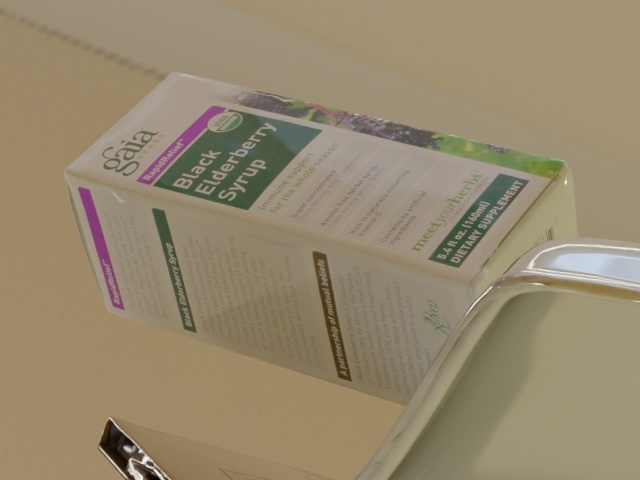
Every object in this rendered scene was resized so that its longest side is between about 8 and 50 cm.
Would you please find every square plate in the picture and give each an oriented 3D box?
[{"bbox_3d":[0.182,0.089,0.716,0.347,0.344,0.049,9,-116,-9],"label":"square plate"}]

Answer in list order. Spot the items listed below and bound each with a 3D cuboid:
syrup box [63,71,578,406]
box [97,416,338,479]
[{"bbox_3d":[0.000,0.000,0.963,0.237,0.096,0.093,16,-135,31],"label":"syrup box"},{"bbox_3d":[0.005,0.139,0.970,0.201,0.164,0.021,17,-86,-24],"label":"box"}]
